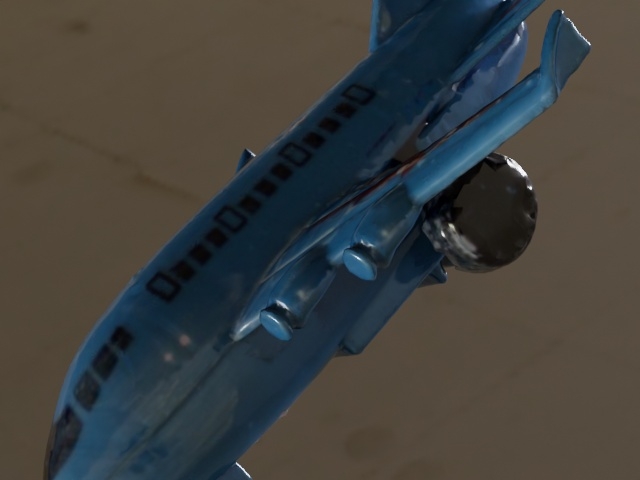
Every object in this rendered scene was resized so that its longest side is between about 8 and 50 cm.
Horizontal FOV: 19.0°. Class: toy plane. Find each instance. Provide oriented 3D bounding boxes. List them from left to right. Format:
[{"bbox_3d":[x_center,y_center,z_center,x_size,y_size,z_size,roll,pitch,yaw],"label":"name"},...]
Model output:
[{"bbox_3d":[0.000,0.000,0.683,0.271,0.105,0.254,-58,-163,-19],"label":"toy plane"}]
